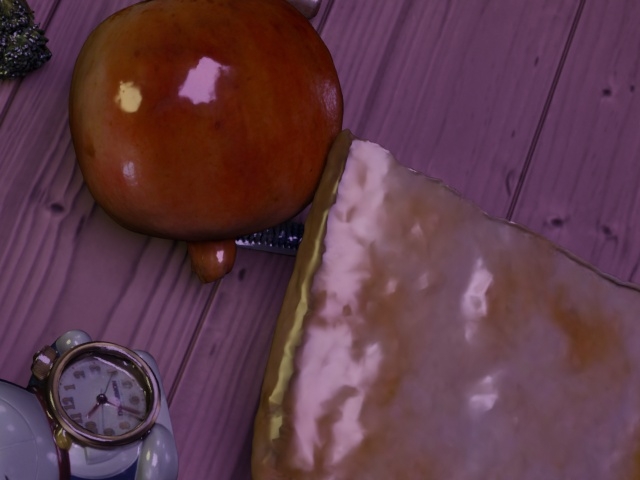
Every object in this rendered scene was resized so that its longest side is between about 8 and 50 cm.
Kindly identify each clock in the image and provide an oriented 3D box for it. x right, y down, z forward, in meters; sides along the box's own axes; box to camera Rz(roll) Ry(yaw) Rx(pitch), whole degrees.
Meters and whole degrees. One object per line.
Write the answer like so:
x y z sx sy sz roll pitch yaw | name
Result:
-0.252 0.187 1.616 0.243 0.146 0.200 -8 70 -23 | clock

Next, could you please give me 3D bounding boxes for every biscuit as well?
0.137 0.175 1.716 0.429 0.104 0.446 20 80 -27 | biscuit

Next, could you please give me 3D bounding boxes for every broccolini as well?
-0.375 -0.322 1.801 0.074 0.079 0.392 -28 75 -11 | broccolini

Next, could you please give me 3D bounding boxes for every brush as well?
0.000 0.000 1.811 0.178 0.030 0.033 10 60 -13 | brush

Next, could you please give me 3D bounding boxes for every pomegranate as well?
-0.106 -0.098 1.711 0.252 0.229 0.270 -17 101 -30 | pomegranate

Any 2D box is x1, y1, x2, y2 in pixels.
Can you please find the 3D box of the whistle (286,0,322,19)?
-0.102 -0.273 1.855 0.220 0.057 0.107 20 68 -11 | whistle
